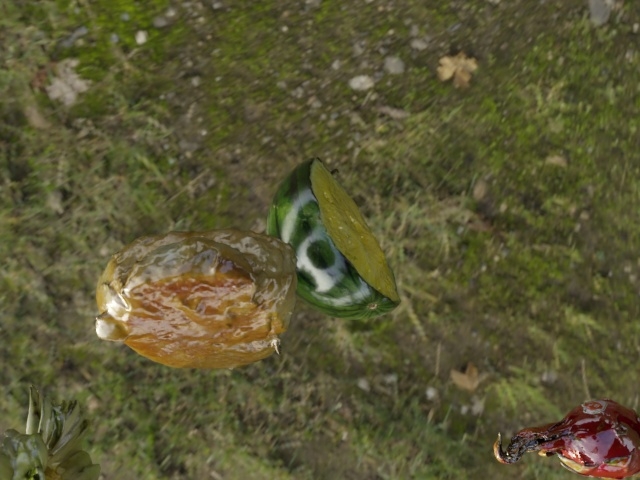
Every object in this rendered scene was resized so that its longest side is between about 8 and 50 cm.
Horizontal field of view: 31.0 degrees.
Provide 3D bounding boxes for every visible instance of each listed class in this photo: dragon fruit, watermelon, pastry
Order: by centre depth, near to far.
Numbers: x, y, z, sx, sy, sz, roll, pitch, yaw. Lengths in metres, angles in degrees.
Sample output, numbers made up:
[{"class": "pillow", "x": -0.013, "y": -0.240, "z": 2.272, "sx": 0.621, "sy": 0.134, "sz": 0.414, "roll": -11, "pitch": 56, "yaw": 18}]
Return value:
[{"class": "pastry", "x": -0.120, "y": 0.062, "z": 1.216, "sx": 0.218, "sy": 0.100, "sz": 0.229, "roll": -15, "pitch": 143, "yaw": 18}, {"class": "dragon fruit", "x": 0.290, "y": 0.224, "z": 1.294, "sx": 0.191, "sy": 0.094, "sz": 0.094, "roll": 4, "pitch": 113, "yaw": -15}, {"class": "watermelon", "x": 0.002, "y": 0.006, "z": 1.452, "sx": 0.127, "sy": 0.204, "sz": 0.232, "roll": -33, "pitch": 71, "yaw": 14}]

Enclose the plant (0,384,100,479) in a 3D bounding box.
[{"class": "plant", "x": -0.351, "y": 0.364, "z": 1.423, "sx": 0.261, "sy": 0.306, "sz": 0.297, "roll": 42, "pitch": 84, "yaw": -3}]
